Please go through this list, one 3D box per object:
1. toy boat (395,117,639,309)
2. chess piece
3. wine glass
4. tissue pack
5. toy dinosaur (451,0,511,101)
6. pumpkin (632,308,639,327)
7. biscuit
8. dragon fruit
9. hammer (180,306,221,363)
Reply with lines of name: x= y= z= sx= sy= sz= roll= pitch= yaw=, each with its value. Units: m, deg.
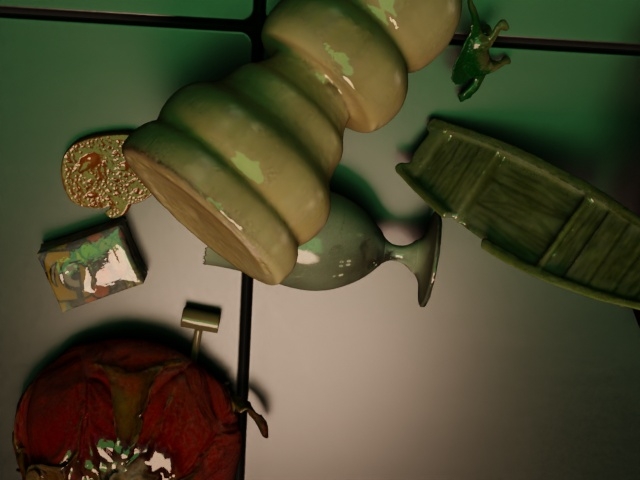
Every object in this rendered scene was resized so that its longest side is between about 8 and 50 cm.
toy boat: x=0.191 y=-0.012 z=1.095 sx=0.093 sy=0.293 sz=0.055 roll=-54 pitch=144 yaw=-5
chess piece: x=0.000 y=-0.125 z=1.060 sx=0.167 sy=0.167 sz=0.300 roll=44 pitch=79 yaw=-12
wine glass: x=0.000 y=0.000 z=1.159 sx=0.202 sy=0.093 sz=0.093 roll=8 pitch=107 yaw=-3
tissue pack: x=-0.207 y=0.021 z=1.198 sx=0.083 sy=0.035 sz=0.063 roll=-20 pitch=105 yaw=7
toy dinosaur: x=0.130 y=-0.161 z=1.113 sx=0.029 sy=0.120 sz=0.060 roll=40 pitch=78 yaw=24
pumpkin: x=0.382 y=0.038 z=1.129 sx=0.233 sy=0.163 sz=0.233 roll=-2 pitch=103 yaw=-10
biscuit: x=-0.186 y=-0.059 z=1.182 sx=0.091 sy=0.015 sz=0.078 roll=-4 pitch=106 yaw=2
dragon fruit: x=-0.184 y=0.212 z=1.194 sx=0.223 sy=0.148 sz=0.218 roll=28 pitch=110 yaw=-6
hammer: x=-0.119 y=0.116 z=1.236 sx=0.035 sy=0.019 sz=0.110 roll=10 pitch=110 yaw=-2
